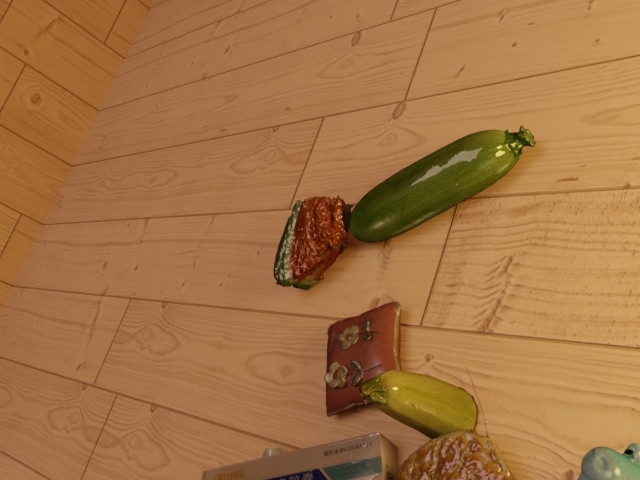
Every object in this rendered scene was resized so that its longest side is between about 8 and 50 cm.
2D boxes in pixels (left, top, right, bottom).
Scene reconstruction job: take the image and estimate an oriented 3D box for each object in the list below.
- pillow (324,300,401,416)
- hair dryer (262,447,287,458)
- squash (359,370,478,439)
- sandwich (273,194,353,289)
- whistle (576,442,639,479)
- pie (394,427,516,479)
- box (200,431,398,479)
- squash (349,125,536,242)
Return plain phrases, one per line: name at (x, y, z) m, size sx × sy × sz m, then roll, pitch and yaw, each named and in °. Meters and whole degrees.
pillow at (0.068, 0.199, 1.280) m, size 0.171 × 0.075 × 0.179 m, roll -26°, pitch 45°, yaw 35°
hair dryer at (-0.112, 0.428, 1.344) m, size 0.137 × 0.047 × 0.082 m, roll -29°, pitch 43°, yaw 42°
squash at (0.130, 0.234, 1.069) m, size 0.094 × 0.224 × 0.094 m, roll -23°, pitch 55°, yaw 37°
sandwich at (-0.003, 0.009, 1.483) m, size 0.160 × 0.109 × 0.185 m, roll -5°, pitch 66°, yaw 46°
whistle at (0.311, 0.362, 0.879) m, size 0.274 × 0.093 × 0.186 m, roll -61°, pitch 11°, yaw -2°
pie at (0.184, 0.356, 1.030) m, size 0.193 × 0.079 × 0.163 m, roll -35°, pitch 42°, yaw 24°
box at (-0.041, 0.438, 1.173) m, size 0.343 × 0.065 × 0.200 m, roll -19°, pitch 49°, yaw 22°
squash at (0.197, -0.097, 1.333) m, size 0.395 × 0.107 × 0.107 m, roll -28°, pitch 45°, yaw 32°
